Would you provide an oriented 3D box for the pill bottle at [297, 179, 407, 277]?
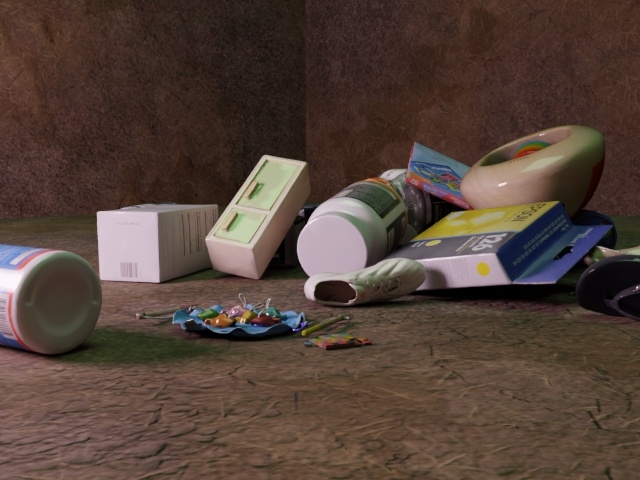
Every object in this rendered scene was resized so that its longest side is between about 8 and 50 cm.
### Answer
[{"bbox_3d":[0.063,-0.015,1.454,0.162,0.162,0.278,2,15,19],"label":"pill bottle"}]

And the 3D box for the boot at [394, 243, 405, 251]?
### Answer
[{"bbox_3d":[0.270,0.028,1.535,0.208,0.076,0.189,5,-8,-12],"label":"boot"}]

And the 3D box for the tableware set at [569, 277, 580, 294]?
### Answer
[{"bbox_3d":[0.500,0.079,1.265,0.154,0.024,0.104,4,7,36],"label":"tableware set"}]

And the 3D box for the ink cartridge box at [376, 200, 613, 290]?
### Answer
[{"bbox_3d":[0.301,0.004,1.313,0.307,0.072,0.303,-9,12,38],"label":"ink cartridge box"}]

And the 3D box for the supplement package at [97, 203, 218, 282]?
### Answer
[{"bbox_3d":[-0.318,0.000,1.537,0.139,0.134,0.244,2,7,20],"label":"supplement package"}]

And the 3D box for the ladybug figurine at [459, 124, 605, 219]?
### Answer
[{"bbox_3d":[0.459,-0.128,1.619,0.305,0.162,0.449,-18,10,27],"label":"ladybug figurine"}]

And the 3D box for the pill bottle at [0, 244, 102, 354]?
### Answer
[{"bbox_3d":[-0.388,0.067,0.949,0.221,0.124,0.124,5,8,35],"label":"pill bottle"}]

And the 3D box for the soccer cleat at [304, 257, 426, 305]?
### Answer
[{"bbox_3d":[0.073,0.072,1.195,0.196,0.068,0.076,-8,11,-4],"label":"soccer cleat"}]

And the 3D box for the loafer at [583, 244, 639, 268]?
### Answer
[{"bbox_3d":[0.572,0.029,1.267,0.268,0.092,0.102,6,-1,-1],"label":"loafer"}]

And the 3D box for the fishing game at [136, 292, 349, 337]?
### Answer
[{"bbox_3d":[-0.112,0.098,1.045,0.264,0.041,0.189,3,4,28],"label":"fishing game"}]

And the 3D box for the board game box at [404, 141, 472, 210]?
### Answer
[{"bbox_3d":[0.335,-0.129,1.790,0.281,0.027,0.145,24,39,-5],"label":"board game box"}]

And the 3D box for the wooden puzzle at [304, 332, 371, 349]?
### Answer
[{"bbox_3d":[0.019,0.124,0.941,0.083,0.006,0.049,-3,7,-25],"label":"wooden puzzle"}]

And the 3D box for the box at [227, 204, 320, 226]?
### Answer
[{"bbox_3d":[-0.110,-0.051,2.196,0.261,0.103,0.184,3,9,30],"label":"box"}]

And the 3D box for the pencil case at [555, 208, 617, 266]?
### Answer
[{"bbox_3d":[0.528,-0.012,1.705,0.119,0.133,0.306,42,-3,-13],"label":"pencil case"}]

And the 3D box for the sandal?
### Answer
[{"bbox_3d":[0.471,0.075,1.029,0.254,0.097,0.054,2,33,31],"label":"sandal"}]

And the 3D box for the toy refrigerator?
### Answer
[{"bbox_3d":[-0.118,-0.055,1.524,0.102,0.094,0.269,12,47,19],"label":"toy refrigerator"}]

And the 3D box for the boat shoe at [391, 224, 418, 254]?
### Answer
[{"bbox_3d":[0.087,0.007,1.682,0.267,0.096,0.088,-12,15,-25],"label":"boat shoe"}]

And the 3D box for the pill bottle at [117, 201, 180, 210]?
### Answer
[{"bbox_3d":[-0.398,-0.018,1.732,0.130,0.130,0.245,2,6,17],"label":"pill bottle"}]

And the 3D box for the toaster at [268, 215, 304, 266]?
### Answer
[{"bbox_3d":[-0.125,-0.004,1.673,0.168,0.110,0.185,1,6,7],"label":"toaster"}]

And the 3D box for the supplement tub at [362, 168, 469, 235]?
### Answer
[{"bbox_3d":[0.256,-0.074,1.871,0.338,0.207,0.207,-4,7,-33],"label":"supplement tub"}]
